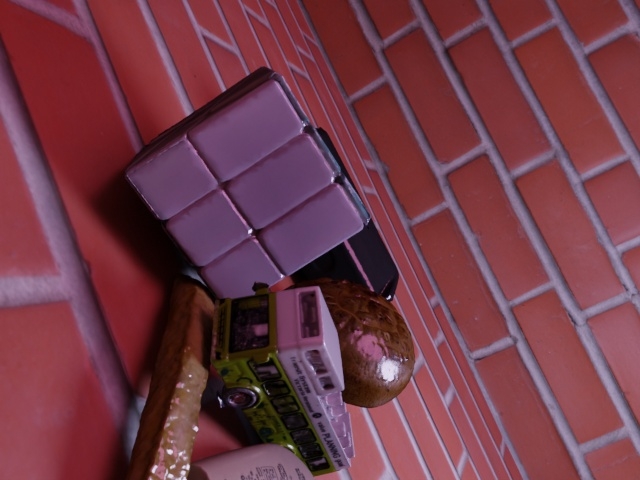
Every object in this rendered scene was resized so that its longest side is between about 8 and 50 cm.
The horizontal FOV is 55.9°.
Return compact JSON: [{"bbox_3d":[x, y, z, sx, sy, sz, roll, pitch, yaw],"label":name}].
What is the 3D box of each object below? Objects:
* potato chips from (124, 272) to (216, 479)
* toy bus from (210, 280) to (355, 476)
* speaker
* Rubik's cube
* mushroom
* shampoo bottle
[{"bbox_3d":[-0.157,0.149,0.652,0.057,0.080,0.407,41,25,-26],"label":"potato chips"},{"bbox_3d":[-0.031,0.189,0.763,0.113,0.139,0.302,-96,170,-47],"label":"toy bus"},{"bbox_3d":[0.000,0.000,1.139,0.388,0.180,0.184,61,23,-6],"label":"speaker"},{"bbox_3d":[-0.097,-0.079,0.818,0.225,0.221,0.231,56,2,-20],"label":"Rubik's cube"},{"bbox_3d":[0.031,0.151,0.958,0.253,0.153,0.253,22,16,-6],"label":"mushroom"},{"bbox_3d":[-0.068,0.294,0.682,0.257,0.078,0.127,33,39,-54],"label":"shampoo bottle"}]
